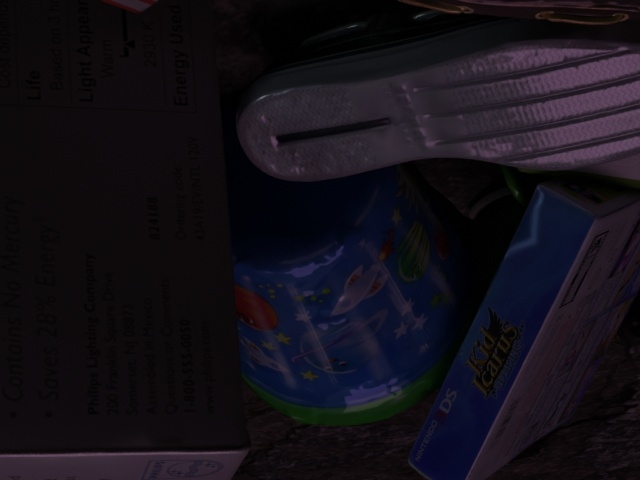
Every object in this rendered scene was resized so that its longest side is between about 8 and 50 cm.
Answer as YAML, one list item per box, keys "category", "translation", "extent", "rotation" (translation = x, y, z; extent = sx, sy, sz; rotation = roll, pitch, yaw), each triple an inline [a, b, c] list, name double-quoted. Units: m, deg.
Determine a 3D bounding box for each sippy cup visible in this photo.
- category: "sippy cup"
  translation: [0.000, 0.000, 1.470]
  extent: [0.305, 0.240, 0.224]
  rotation: [-47, 150, -11]

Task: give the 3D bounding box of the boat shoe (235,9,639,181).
- category: "boat shoe"
  translation: [0.102, -0.124, 1.286]
  extent: [0.335, 0.119, 0.121]
  rotation: [-3, 133, 18]

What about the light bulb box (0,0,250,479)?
- category: "light bulb box"
  translation: [-0.242, -0.023, 0.935]
  extent: [0.361, 0.358, 0.225]
  rotation: [1, 155, -14]

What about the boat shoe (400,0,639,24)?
- category: "boat shoe"
  translation: [0.177, -0.189, 1.159]
  extent: [0.324, 0.116, 0.097]
  rotation: [2, 163, -12]

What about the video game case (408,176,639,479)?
- category: "video game case"
  translation: [0.196, 0.059, 1.538]
  extent: [0.244, 0.061, 0.269]
  rotation: [-19, 137, -58]

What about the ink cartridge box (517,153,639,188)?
- category: "ink cartridge box"
  translation: [0.283, -0.135, 1.362]
  extent: [0.189, 0.097, 0.255]
  rotation: [6, 152, -31]

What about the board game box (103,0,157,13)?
- category: "board game box"
  translation: [-0.059, -0.224, 0.860]
  extent: [0.147, 0.193, 0.045]
  rotation: [-24, 154, 36]

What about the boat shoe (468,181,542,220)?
- category: "boat shoe"
  translation: [0.178, 0.012, 1.750]
  extent: [0.081, 0.069, 0.228]
  rotation: [-5, 160, -7]

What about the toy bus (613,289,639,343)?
- category: "toy bus"
  translation: [0.354, 0.005, 1.716]
  extent: [0.220, 0.149, 0.211]
  rotation: [-19, 170, 22]
